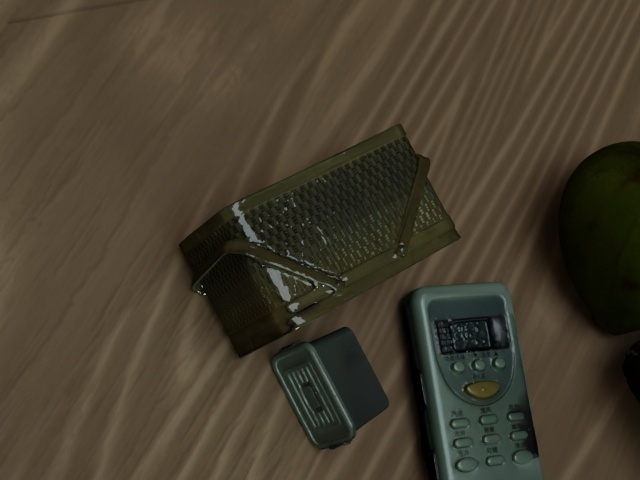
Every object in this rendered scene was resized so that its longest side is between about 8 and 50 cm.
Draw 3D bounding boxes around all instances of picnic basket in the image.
[{"bbox_3d":[0.000,0.000,1.355,0.266,0.165,0.139,-28,88,-29],"label":"picnic basket"}]

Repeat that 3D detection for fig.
[{"bbox_3d":[0.368,0.002,1.528,0.203,0.203,0.225,11,115,-22],"label":"fig"}]

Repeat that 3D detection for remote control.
[{"bbox_3d":[0.173,0.196,1.443,0.140,0.056,0.296,-3,77,-23],"label":"remote control"}]

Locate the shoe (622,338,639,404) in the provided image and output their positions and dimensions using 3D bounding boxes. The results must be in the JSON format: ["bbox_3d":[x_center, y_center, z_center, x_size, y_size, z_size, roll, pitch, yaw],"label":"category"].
[{"bbox_3d":[0.545,0.232,1.504,0.237,0.171,0.384,-31,87,-2],"label":"shoe"}]

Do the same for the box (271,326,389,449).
[{"bbox_3d":[0.013,0.155,1.369,0.069,0.084,0.122,-26,88,-38],"label":"box"}]
